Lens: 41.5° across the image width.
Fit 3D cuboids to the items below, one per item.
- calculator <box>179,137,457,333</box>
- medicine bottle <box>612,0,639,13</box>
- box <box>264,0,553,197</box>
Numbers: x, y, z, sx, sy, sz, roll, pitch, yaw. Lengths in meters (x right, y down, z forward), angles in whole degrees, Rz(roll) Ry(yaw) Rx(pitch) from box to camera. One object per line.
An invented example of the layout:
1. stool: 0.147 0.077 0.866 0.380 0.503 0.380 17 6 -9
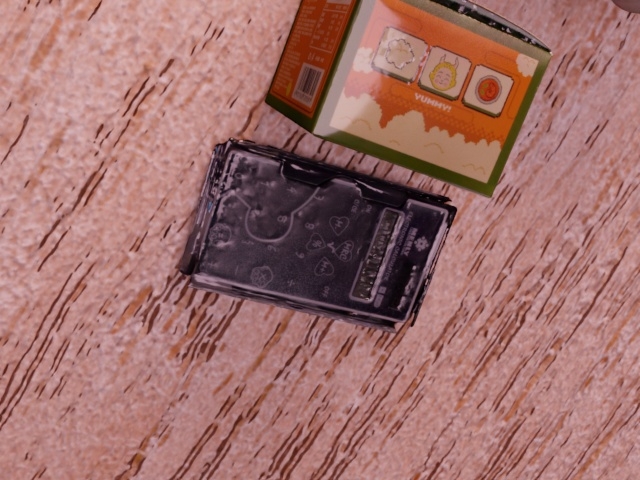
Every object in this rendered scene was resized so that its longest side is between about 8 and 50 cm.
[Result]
1. calculator: 0.000 0.000 0.888 0.274 0.028 0.165 14 102 -20
2. medicine bottle: 0.250 -0.376 0.750 0.316 0.202 0.202 36 94 -22
3. box: 0.070 -0.151 0.771 0.178 0.195 0.148 17 101 -19
